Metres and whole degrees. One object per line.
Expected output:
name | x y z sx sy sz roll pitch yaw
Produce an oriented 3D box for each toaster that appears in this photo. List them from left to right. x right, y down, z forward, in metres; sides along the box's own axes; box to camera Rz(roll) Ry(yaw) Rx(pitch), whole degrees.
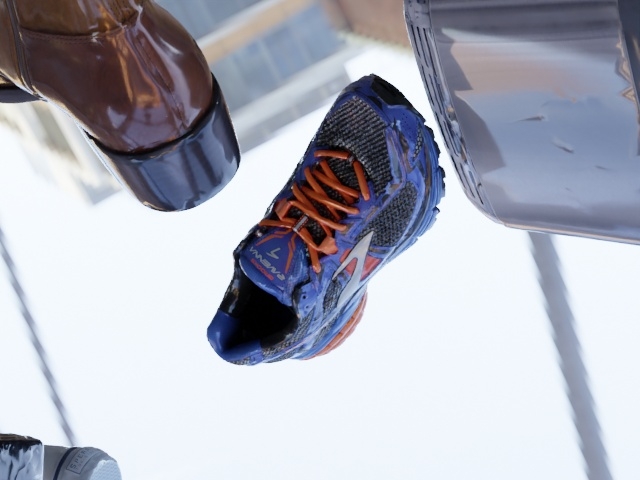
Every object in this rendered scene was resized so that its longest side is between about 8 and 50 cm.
toaster | 0.141 -0.098 1.054 0.146 0.227 0.129 1 -139 32

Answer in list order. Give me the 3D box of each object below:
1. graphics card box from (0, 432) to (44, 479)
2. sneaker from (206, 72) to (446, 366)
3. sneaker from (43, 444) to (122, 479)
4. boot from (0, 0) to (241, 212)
graphics card box | -0.245 0.259 0.840 0.233 0.371 0.094 2 175 22
sneaker | 0.000 0.000 1.117 0.083 0.221 0.087 43 -137 22
sneaker | -0.205 0.272 1.547 0.091 0.258 0.094 13 -161 25
boot | -0.164 -0.165 0.927 0.096 0.280 0.264 -34 -132 -10
